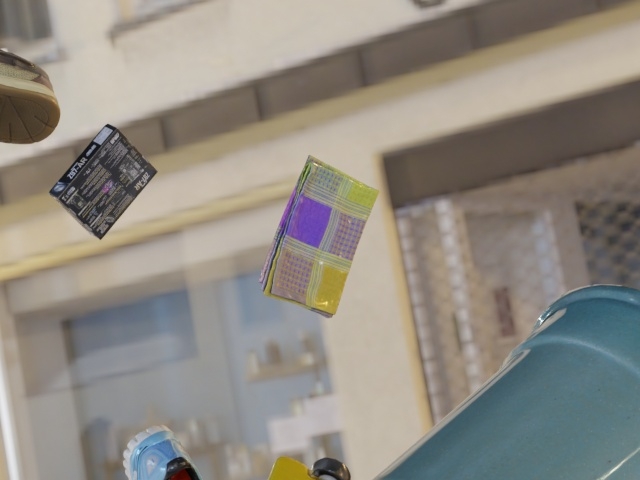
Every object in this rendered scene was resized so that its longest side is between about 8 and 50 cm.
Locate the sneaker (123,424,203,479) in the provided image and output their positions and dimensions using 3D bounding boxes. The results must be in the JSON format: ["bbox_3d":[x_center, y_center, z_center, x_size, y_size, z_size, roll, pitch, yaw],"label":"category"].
[{"bbox_3d":[-0.117,0.236,1.349,0.063,0.162,0.073,-26,28,-23],"label":"sneaker"}]

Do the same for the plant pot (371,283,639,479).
[{"bbox_3d":[0.225,0.267,1.593,0.334,0.341,0.341,-30,6,-33],"label":"plant pot"}]

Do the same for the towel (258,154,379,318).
[{"bbox_3d":[0.000,0.000,0.928,0.060,0.083,0.009,25,-8,-39],"label":"towel"}]

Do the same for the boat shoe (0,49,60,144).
[{"bbox_3d":[-0.228,-0.096,0.954,0.152,0.049,0.056,17,-57,-27],"label":"boat shoe"}]

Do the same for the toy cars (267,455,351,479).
[{"bbox_3d":[-0.060,0.267,1.249,0.393,0.176,0.087,-7,-38,-30],"label":"toy cars"}]

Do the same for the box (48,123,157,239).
[{"bbox_3d":[-0.194,-0.052,1.456,0.018,0.083,0.067,27,-16,45],"label":"box"}]
